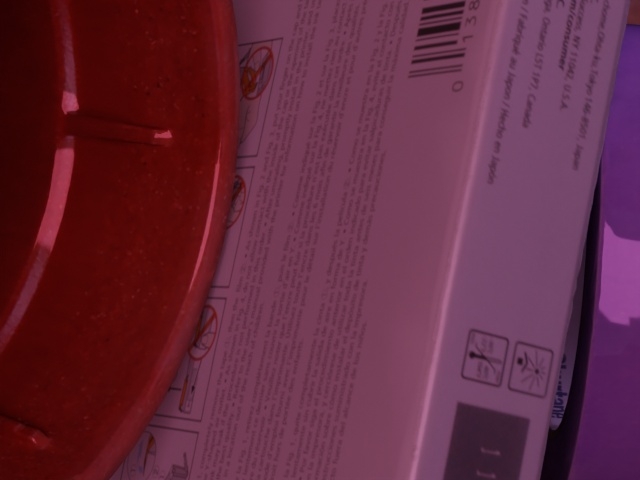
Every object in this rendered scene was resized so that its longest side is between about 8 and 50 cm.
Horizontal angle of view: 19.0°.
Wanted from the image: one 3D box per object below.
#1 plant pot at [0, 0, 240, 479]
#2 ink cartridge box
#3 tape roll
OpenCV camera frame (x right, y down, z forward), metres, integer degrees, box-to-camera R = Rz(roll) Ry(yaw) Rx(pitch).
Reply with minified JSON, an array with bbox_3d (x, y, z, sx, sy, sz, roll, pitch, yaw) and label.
[{"bbox_3d":[-0.212,-0.044,0.661,0.265,0.272,0.272,12,90,31],"label":"plant pot"},{"bbox_3d":[0.000,0.000,0.712,0.060,0.239,0.275,17,81,-31],"label":"ink cartridge box"},{"bbox_3d":[0.130,0.013,0.722,0.080,0.189,0.189,4,90,1],"label":"tape roll"}]
